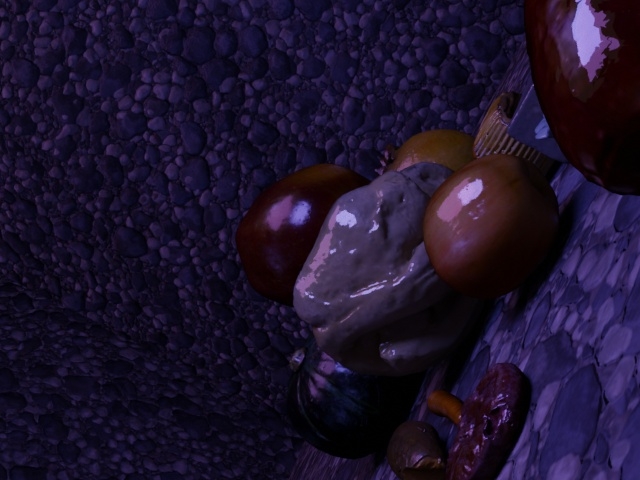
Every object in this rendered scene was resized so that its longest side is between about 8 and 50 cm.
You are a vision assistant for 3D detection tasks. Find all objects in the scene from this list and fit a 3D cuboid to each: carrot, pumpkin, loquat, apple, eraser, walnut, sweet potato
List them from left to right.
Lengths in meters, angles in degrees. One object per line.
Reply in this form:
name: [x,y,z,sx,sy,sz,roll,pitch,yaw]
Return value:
apple: [0.000,0.000,1.479,0.316,0.288,0.288,-4,50,47]
pumpkin: [0.054,0.262,1.528,0.315,0.238,0.315,-58,12,20]
sweet potato: [0.123,0.278,1.054,0.077,0.077,0.244,-63,-1,-2]
loquat: [0.234,-0.103,1.605,0.275,0.274,0.275,-63,-2,-4]
carrot: [0.172,0.221,1.032,0.037,0.037,0.190,-63,-1,-6]
apple: [0.226,-0.024,1.029,0.199,0.199,0.199,-63,-2,-4]
eraser: [0.389,-0.282,1.160,0.353,0.111,0.077,-63,-4,-23]
walnut: [0.257,-0.167,0.514,0.244,0.221,0.269,102,177,-49]

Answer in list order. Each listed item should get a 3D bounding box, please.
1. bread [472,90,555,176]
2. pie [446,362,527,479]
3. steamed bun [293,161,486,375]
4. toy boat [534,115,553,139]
bread: [0.321,-0.161,1.279,0.114,0.132,0.190,-64,-6,36]
pie: [0.176,0.201,0.844,0.154,0.036,0.155,26,-90,-89]
steamed bun: [0.148,0.047,1.249,0.372,0.230,0.325,-14,-72,-46]
toy boat: [0.363,-0.231,0.975,0.290,0.100,0.199,-63,-1,-23]
